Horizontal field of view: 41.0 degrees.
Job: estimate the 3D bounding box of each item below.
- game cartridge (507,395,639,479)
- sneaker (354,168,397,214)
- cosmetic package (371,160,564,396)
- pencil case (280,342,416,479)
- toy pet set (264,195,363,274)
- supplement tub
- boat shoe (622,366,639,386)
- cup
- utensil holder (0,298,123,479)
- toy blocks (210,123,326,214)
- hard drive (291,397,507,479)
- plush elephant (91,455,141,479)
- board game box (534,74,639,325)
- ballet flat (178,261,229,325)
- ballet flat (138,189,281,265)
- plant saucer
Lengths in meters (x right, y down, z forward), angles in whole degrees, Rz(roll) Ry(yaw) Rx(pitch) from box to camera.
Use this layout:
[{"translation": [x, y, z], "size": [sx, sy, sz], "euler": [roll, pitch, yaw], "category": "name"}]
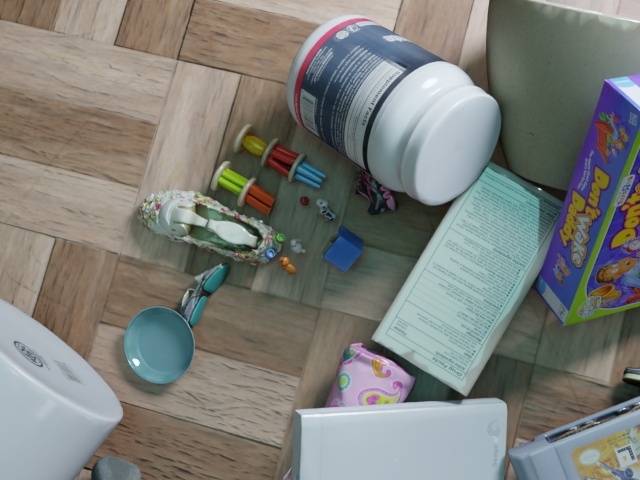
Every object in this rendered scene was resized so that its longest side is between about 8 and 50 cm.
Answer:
[{"translation": [0.434, 0.329, 1.194], "size": [0.297, 0.062, 0.198], "euler": [-22, 93, 3], "category": "game cartridge"}, {"translation": [0.074, -0.093, 1.324], "size": [0.057, 0.047, 0.119], "euler": [-24, 79, 15], "category": "sneaker"}, {"translation": [0.220, 0.054, 1.250], "size": [0.160, 0.113, 0.309], "euler": [32, 87, 9], "category": "cosmetic package"}, {"translation": [0.031, 0.292, 1.234], "size": [0.124, 0.124, 0.284], "euler": [26, 87, 9], "category": "pencil case"}, {"translation": [0.000, 0.000, 1.281], "size": [0.114, 0.065, 0.122], "euler": [36, 66, -11], "category": "toy pet set"}, {"translation": [0.099, -0.188, 1.215], "size": [0.191, 0.191, 0.272], "euler": [-49, 55, -2], "category": "supplement tub"}, {"translation": [0.511, 0.190, 1.233], "size": [0.152, 0.056, 0.049], "euler": [4, 75, 0], "category": "boat shoe"}, {"translation": [0.372, -0.197, 1.191], "size": [0.331, 0.331, 0.236], "euler": [13, 108, 8], "category": "cup"}, {"translation": [-0.518, 0.299, 1.190], "size": [0.328, 0.327, 0.385], "euler": [39, 87, 10], "category": "utensil holder"}, {"translation": [-0.078, -0.096, 1.332], "size": [0.148, 0.054, 0.123], "euler": [29, 85, 9], "category": "toy blocks"}, {"translation": [0.110, 0.327, 1.178], "size": [0.308, 0.040, 0.202], "euler": [1, 94, -20], "category": "hard drive"}, {"translation": [-0.256, 0.504, 1.176], "size": [0.272, 0.330, 0.255], "euler": [18, 103, 1], "category": "plush elephant"}, {"translation": [0.434, -0.056, 1.103], "size": [0.233, 0.347, 0.078], "euler": [-12, 45, -17], "category": "board game box"}, {"translation": [-0.186, 0.076, 1.329], "size": [0.041, 0.041, 0.114], "euler": [30, 85, 9], "category": "ballet flat"}, {"translation": [-0.176, -0.028, 1.321], "size": [0.241, 0.077, 0.091], "euler": [15, 86, 8], "category": "ballet flat"}, {"translation": [-0.245, 0.160, 1.321], "size": [0.119, 0.021, 0.119], "euler": [0, 91, 15], "category": "plant saucer"}]
